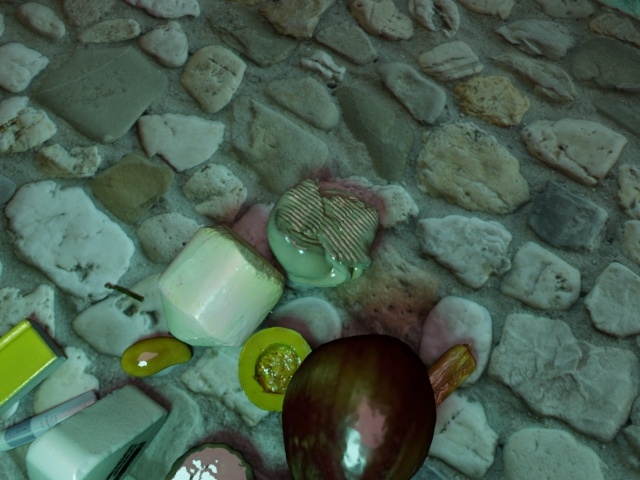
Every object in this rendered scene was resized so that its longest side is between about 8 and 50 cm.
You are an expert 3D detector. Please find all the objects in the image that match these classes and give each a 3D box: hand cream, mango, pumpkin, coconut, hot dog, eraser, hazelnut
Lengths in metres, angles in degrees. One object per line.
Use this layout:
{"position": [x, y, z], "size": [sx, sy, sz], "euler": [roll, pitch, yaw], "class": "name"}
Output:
{"position": [-0.714, 0.479, 1.250], "size": [0.256, 0.048, 0.079], "euler": [-20, 76, -11], "class": "hand cream"}
{"position": [-0.451, 0.314, 1.299], "size": [0.184, 0.085, 0.102], "euler": [-11, 71, -12], "class": "mango"}
{"position": [-0.127, 0.347, 1.276], "size": [0.218, 0.110, 0.217], "euler": [8, 69, -20], "class": "pumpkin"}
{"position": [-0.277, 0.139, 1.262], "size": [0.297, 0.297, 0.309], "euler": [41, 88, 13], "class": "coconut"}
{"position": [0.333, 0.374, 1.299], "size": [0.249, 0.076, 0.102], "euler": [-41, 112, -13], "class": "hot dog"}
{"position": [-0.558, 0.540, 1.145], "size": [0.150, 0.331, 0.331], "euler": [35, 72, 10], "class": "eraser"}
{"position": [0.078, 0.419, 1.091], "size": [0.353, 0.421, 0.420], "euler": [42, 73, -3], "class": "hazelnut"}
{"position": [-0.833, 0.340, 1.287], "size": [0.226, 0.069, 0.158], "euler": [-42, 74, -16], "class": "eraser"}

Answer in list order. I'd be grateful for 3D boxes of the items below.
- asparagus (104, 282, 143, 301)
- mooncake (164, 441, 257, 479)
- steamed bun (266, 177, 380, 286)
{"position": [-0.578, 0.152, 1.393], "size": [0.127, 0.015, 0.018], "euler": [21, 69, 7], "class": "asparagus"}
{"position": [-0.267, 0.616, 1.169], "size": [0.229, 0.124, 0.228], "euler": [2, 70, -6], "class": "mooncake"}
{"position": [-0.010, -0.004, 1.368], "size": [0.310, 0.219, 0.324], "euler": [21, 44, -9], "class": "steamed bun"}
